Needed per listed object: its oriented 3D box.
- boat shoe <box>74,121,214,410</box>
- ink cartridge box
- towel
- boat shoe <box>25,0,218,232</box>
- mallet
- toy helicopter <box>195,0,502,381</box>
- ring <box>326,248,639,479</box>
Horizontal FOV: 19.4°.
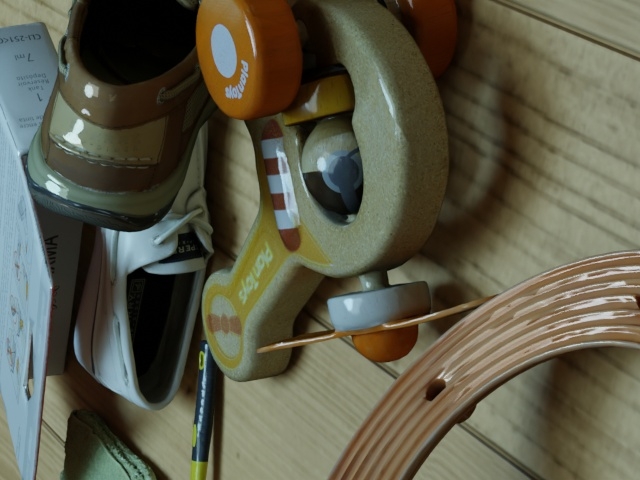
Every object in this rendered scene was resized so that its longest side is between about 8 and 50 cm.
[{"bbox_3d":[-0.120,-0.002,1.371,0.088,0.096,0.267,32,116,44],"label":"boat shoe"},{"bbox_3d":[-0.224,0.023,1.488,0.296,0.066,0.261,105,148,-49],"label":"ink cartridge box"},{"bbox_3d":[-0.170,0.208,1.505,0.148,0.027,0.110,33,118,51],"label":"towel"},{"bbox_3d":[-0.110,-0.140,1.245,0.324,0.123,0.120,-85,7,-52],"label":"boat shoe"},{"bbox_3d":[-0.094,0.169,1.386,0.062,0.039,0.189,-9,77,59],"label":"mallet"},{"bbox_3d":[0.000,0.000,1.189,0.235,0.140,0.355,63,150,22],"label":"toy helicopter"},{"bbox_3d":[0.112,0.151,0.924,0.337,0.032,0.336,-31,37,28],"label":"ring"}]
